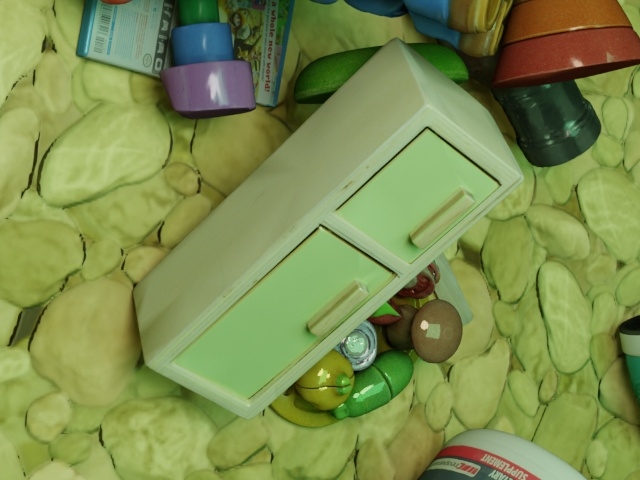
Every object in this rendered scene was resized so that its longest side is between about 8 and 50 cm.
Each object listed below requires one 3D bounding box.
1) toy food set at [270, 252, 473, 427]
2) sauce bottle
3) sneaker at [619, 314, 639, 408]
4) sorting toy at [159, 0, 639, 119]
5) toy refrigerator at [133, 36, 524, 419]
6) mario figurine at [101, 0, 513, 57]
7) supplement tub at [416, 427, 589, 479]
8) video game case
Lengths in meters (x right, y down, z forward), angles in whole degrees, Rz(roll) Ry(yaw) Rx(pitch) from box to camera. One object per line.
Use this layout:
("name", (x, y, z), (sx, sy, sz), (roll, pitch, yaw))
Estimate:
("toy food set", (0.052, 0.067, 1.123), (0.218, 0.071, 0.128), (-32, 112, -31))
("sauce bottle", (0.122, -0.210, 1.129), (0.111, 0.111, 0.344), (-45, 119, -25))
("sneaker", (0.423, 0.142, 1.373), (0.296, 0.124, 0.178), (-11, 95, -28))
("sorting toy", (0.061, -0.168, 1.028), (0.366, 0.127, 0.126), (-7, 91, -14))
("toy refrigerator", (0.000, 0.000, 0.972), (0.269, 0.094, 0.102), (-42, 127, 19))
("mario figurine", (-0.027, -0.227, 0.896), (0.198, 0.321, 0.170), (93, 16, -52))
("supplement tub", (0.106, 0.301, 1.110), (0.272, 0.191, 0.191), (-47, 119, -25))
("video game case", (-0.092, -0.172, 1.030), (0.166, 0.015, 0.119), (12, 86, -37))
